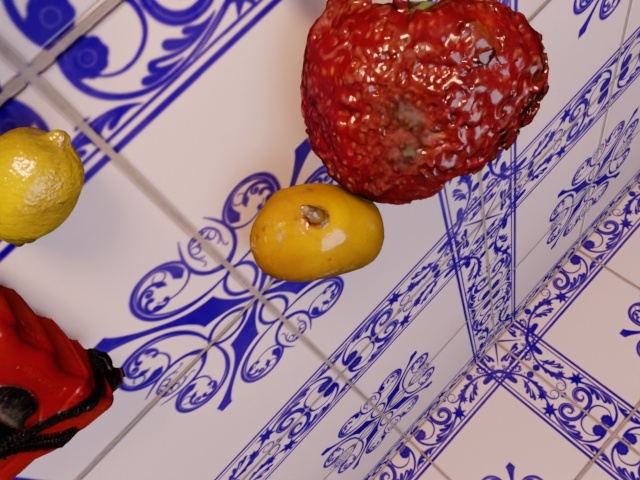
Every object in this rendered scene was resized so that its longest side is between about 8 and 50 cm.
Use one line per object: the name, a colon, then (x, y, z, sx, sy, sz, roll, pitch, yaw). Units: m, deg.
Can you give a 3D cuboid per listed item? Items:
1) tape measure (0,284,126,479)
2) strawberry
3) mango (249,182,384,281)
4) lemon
tape measure: (-0.344, 0.153, 0.534, 0.260, 0.114, 0.253, -40, 148, -17)
strawberry: (0.104, -0.149, 0.659, 0.274, 0.274, 0.220, 1, 98, -53)
mango: (0.000, 0.000, 0.786, 0.177, 0.119, 0.317, -18, 166, 8)
lemon: (-0.241, -0.049, 0.482, 0.110, 0.082, 0.082, -55, 150, 15)
